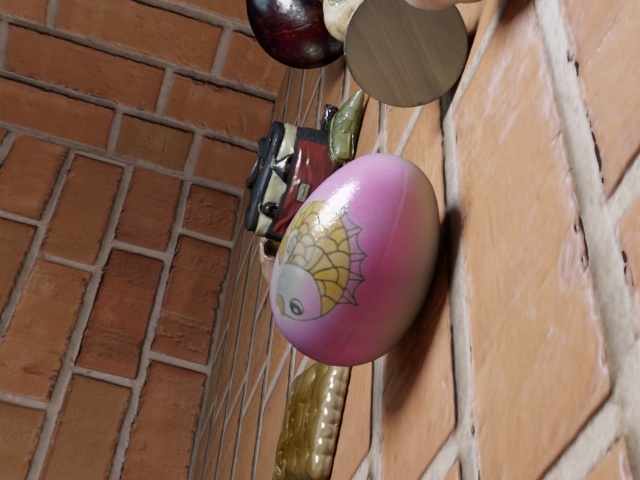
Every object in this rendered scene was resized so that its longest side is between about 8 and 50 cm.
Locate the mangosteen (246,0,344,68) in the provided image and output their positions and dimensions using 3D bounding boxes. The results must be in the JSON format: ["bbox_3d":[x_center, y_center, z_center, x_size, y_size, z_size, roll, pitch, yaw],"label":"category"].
[{"bbox_3d":[-0.022,-0.553,2.373,0.300,0.300,0.300,-165,90,-81],"label":"mangosteen"}]

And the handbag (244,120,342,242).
[{"bbox_3d":[-0.064,-0.118,2.115,0.181,0.181,0.254,-108,34,-74],"label":"handbag"}]

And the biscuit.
[{"bbox_3d":[-0.021,0.296,1.626,0.325,0.044,0.217,132,151,-69],"label":"biscuit"}]

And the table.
[{"bbox_3d":[0.123,-0.291,1.444,0.227,0.167,0.167,-74,2,-74],"label":"table"}]

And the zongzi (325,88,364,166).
[{"bbox_3d":[0.059,-0.214,1.965,0.130,0.062,0.154,-52,28,38],"label":"zongzi"}]

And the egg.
[{"bbox_3d":[0.045,0.024,1.217,0.196,0.196,0.271,-126,56,-78],"label":"egg"}]

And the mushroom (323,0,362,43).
[{"bbox_3d":[0.094,-0.461,1.730,0.255,0.184,0.255,-162,90,-81],"label":"mushroom"}]

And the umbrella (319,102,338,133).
[{"bbox_3d":[0.007,-0.251,2.358,0.037,0.040,0.144,-154,78,-72],"label":"umbrella"}]

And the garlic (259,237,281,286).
[{"bbox_3d":[-0.090,0.045,2.319,0.174,0.099,0.124,-87,-4,-69],"label":"garlic"}]

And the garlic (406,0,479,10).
[{"bbox_3d":[0.191,-0.408,1.151,0.203,0.184,0.281,-57,-31,-58],"label":"garlic"}]
